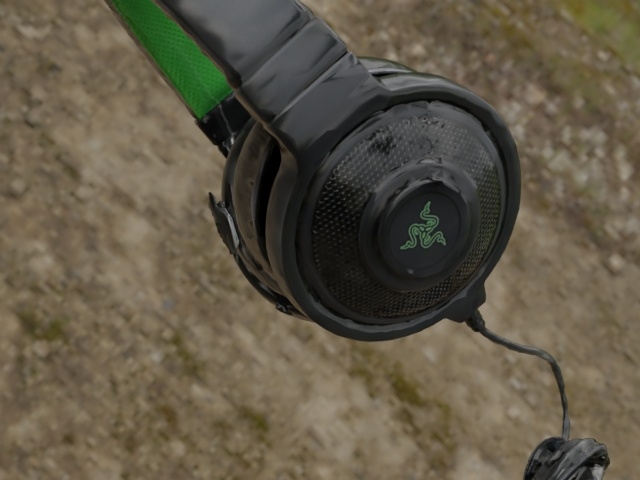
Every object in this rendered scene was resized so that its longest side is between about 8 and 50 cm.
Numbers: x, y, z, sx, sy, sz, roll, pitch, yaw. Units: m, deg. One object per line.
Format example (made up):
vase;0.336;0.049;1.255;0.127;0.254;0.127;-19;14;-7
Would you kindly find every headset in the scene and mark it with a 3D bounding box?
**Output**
headset;0.000;0.000;0.774;0.394;0.185;0.243;48;-6;-6
